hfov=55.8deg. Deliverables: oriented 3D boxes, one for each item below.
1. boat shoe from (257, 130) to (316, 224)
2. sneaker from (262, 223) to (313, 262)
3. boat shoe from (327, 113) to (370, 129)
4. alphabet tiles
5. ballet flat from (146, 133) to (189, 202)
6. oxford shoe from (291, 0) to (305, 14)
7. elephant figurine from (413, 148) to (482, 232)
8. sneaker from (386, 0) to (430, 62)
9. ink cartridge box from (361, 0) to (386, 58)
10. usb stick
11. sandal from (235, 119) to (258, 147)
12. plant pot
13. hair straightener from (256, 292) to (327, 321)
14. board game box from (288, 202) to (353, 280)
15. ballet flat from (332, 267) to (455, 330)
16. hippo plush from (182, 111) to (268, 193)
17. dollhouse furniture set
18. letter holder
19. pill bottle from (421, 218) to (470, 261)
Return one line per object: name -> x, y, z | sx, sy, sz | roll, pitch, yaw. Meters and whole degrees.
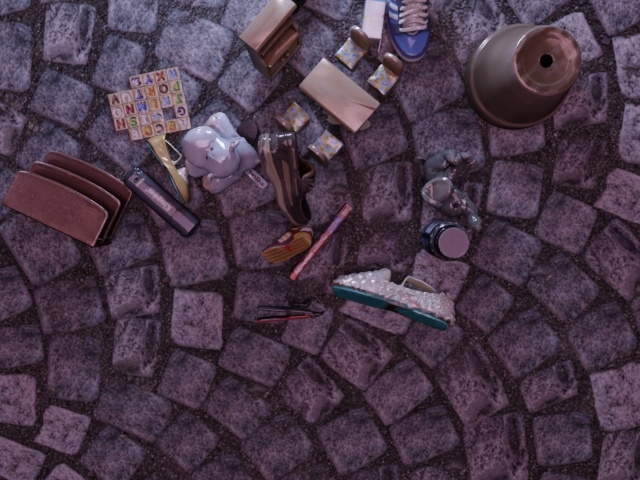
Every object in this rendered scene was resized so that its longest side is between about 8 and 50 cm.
boat shoe -> -0.074, -0.177, 1.791 | 0.130, 0.355, 0.132 | -13, 51, 10
sneaker -> -0.101, 0.009, 1.929 | 0.186, 0.084, 0.069 | -21, 122, 25
boat shoe -> 0.090, -0.383, 1.900 | 0.137, 0.043, 0.049 | 9, 130, 0
alphabet tiles -> -0.545, -0.428, 1.914 | 0.237, 0.009, 0.198 | -12, 95, 1
ballet flat -> -0.459, -0.231, 1.899 | 0.073, 0.080, 0.232 | -31, 95, -8
oxford shoe -> -0.072, -0.794, 1.846 | 0.096, 0.083, 0.227 | 32, 105, 8
elephant figurine -> 0.388, -0.147, 1.847 | 0.169, 0.186, 0.239 | 14, 78, -22
sneaker -> 0.268, -0.708, 1.775 | 0.130, 0.236, 0.322 | -5, 95, 1
ink cartridge box -> 0.158, -0.659, 1.846 | 0.062, 0.104, 0.181 | 7, 95, 0
usb stick -> -0.503, -0.120, 1.922 | 0.278, 0.045, 0.077 | 42, 94, -3
sandal -> -0.243, -0.298, 1.915 | 0.067, 0.040, 0.179 | 19, 109, 4
plant pot -> 0.612, -0.499, 1.774 | 0.323, 0.280, 0.323 | 0, 95, 1
hair straightener -> -0.092, 0.215, 1.949 | 0.231, 0.047, 0.089 | -2, 95, 0
board game box -> 0.000, 0.000, 1.883 | 0.027, 0.145, 0.281 | 39, 93, -2
ballet flat -> 0.236, 0.167, 1.922 | 0.409, 0.147, 0.147 | 20, 95, -5
hippo plush -> -0.306, -0.228, 1.797 | 0.294, 0.236, 0.234 | 36, 108, -1
dollhouse furniture set -> -0.013, -0.484, 1.754 | 0.394, 0.256, 0.362 | 41, 89, 5
letter holder -> -0.769, -0.140, 1.869 | 0.302, 0.152, 0.214 | 26, 93, -2
pill bottle -> 0.383, 0.000, 1.844 | 0.123, 0.219, 0.122 | 0, 95, 0
